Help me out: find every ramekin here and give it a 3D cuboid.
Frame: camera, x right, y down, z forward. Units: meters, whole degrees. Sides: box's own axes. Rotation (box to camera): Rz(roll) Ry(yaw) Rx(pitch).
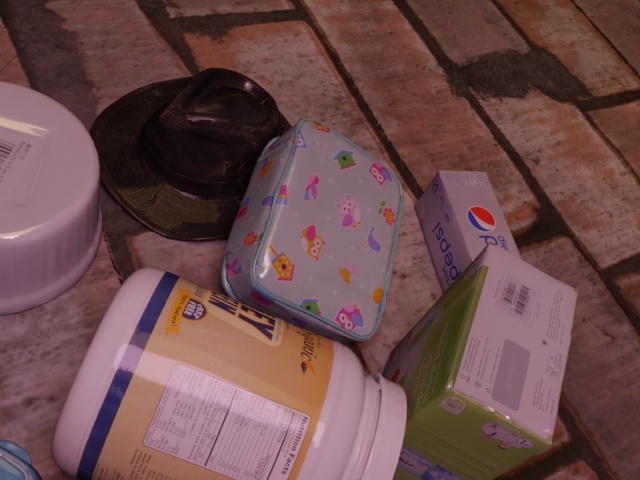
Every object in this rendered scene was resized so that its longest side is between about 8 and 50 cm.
[{"bbox_3d":[-0.397,-0.062,0.903,0.277,0.135,0.277,11,53,-15],"label":"ramekin"}]

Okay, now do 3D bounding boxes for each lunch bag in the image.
[{"bbox_3d":[0.000,0.000,1.007,0.224,0.107,0.279,31,60,-28],"label":"lunch bag"}]

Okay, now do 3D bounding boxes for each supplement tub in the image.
[{"bbox_3d":[-0.091,0.184,0.797,0.316,0.228,0.228,23,51,-7],"label":"supplement tub"}]

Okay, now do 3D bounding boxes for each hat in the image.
[{"bbox_3d":[-0.153,-0.156,1.077,0.331,0.134,0.332,12,54,-16],"label":"hat"}]

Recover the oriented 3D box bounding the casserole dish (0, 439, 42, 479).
[{"bbox_3d":[-0.359,0.275,0.743,0.114,0.037,0.188,31,51,1],"label":"casserole dish"}]

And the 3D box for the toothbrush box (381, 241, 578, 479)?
[{"bbox_3d":[0.157,0.172,0.876,0.122,0.283,0.206,28,51,-1],"label":"toothbrush box"}]

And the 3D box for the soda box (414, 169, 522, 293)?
[{"bbox_3d":[0.234,0.036,1.126,0.091,0.098,0.286,-1,57,-22],"label":"soda box"}]
